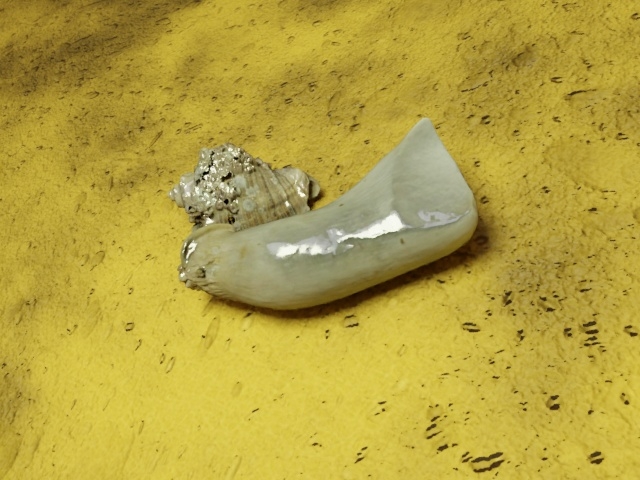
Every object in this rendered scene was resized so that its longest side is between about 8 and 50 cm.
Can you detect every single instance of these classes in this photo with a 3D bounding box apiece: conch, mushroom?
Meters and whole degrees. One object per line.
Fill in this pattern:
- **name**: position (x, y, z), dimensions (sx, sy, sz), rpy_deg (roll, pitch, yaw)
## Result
- **conch**: position (-0.123, -0.062, 0.880), dimensions (0.245, 0.163, 0.178), rpy_deg (-1, 90, 5)
- **mushroom**: position (-0.001, 0.000, 0.753), dimensions (0.397, 0.126, 0.177), rpy_deg (-24, 63, 5)
